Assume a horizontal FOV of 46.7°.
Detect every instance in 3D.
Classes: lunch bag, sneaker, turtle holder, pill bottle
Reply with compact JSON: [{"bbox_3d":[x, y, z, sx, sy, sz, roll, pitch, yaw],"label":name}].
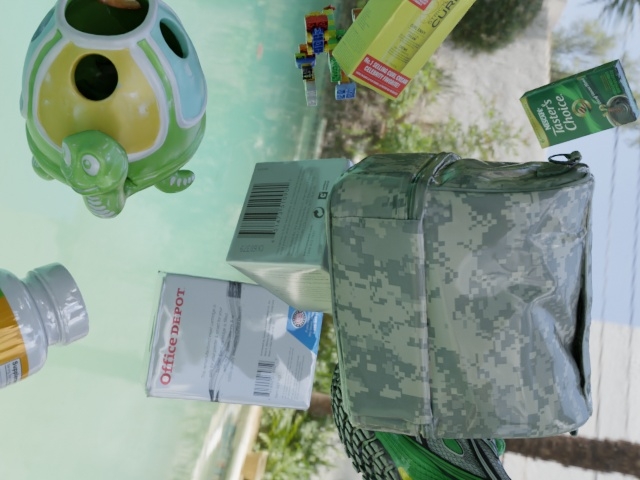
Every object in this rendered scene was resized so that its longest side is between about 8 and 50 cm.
[{"bbox_3d":[0.160,0.058,0.797,0.212,0.256,0.305,-37,126,-64],"label":"lunch bag"},{"bbox_3d":[0.140,0.275,0.948,0.146,0.343,0.134,-31,149,-27],"label":"sneaker"},{"bbox_3d":[-0.278,-0.181,0.938,0.320,0.243,0.227,-58,167,-39],"label":"turtle holder"},{"bbox_3d":[-0.398,0.111,0.839,0.246,0.136,0.136,-23,138,-36],"label":"pill bottle"}]

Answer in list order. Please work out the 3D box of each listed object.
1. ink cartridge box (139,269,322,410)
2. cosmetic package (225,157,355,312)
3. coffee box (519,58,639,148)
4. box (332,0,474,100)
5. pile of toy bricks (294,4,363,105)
[{"bbox_3d":[-0.167,0.186,1.401,0.129,0.307,0.223,-176,-85,-71],"label":"ink cartridge box"},{"bbox_3d":[0.000,0.000,0.998,0.184,0.151,0.151,39,59,-50],"label":"cosmetic package"},{"bbox_3d":[0.465,-0.242,1.339,0.040,0.184,0.113,-45,113,-43],"label":"coffee box"},{"bbox_3d":[0.117,-0.276,0.843,0.232,0.087,0.058,-49,-137,24],"label":"box"},{"bbox_3d":[0.016,-0.304,1.129,0.212,0.118,0.105,91,-9,-71],"label":"pile of toy bricks"}]
